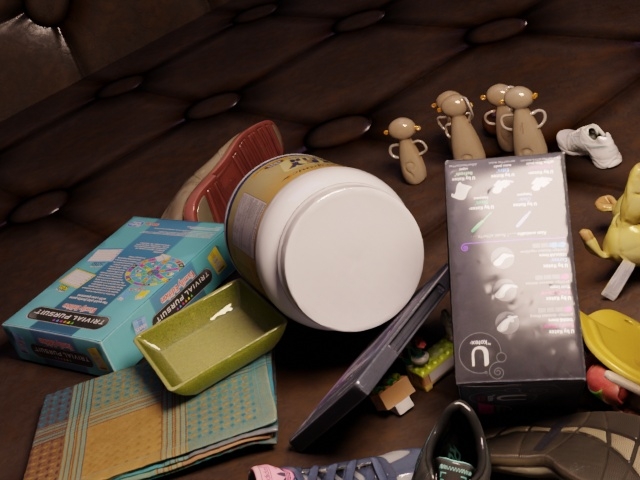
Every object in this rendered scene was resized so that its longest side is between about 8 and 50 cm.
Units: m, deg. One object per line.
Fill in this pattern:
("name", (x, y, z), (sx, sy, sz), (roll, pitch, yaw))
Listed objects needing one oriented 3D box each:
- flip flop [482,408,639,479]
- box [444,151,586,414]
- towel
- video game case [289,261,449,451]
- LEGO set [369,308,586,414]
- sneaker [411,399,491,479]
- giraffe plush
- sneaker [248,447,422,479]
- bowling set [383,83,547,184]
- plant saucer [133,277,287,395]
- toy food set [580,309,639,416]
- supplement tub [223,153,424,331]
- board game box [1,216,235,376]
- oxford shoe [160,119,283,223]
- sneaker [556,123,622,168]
("flip flop", (0.268, 0.242, 1.095), (0.112, 0.080, 0.277), (-35, 15, -32))
("box", (0.223, 0.054, 1.204), (0.143, 0.165, 0.270), (-4, 68, 9))
("towel", (-0.233, 0.246, 1.447), (0.370, 0.040, 0.271), (-19, 27, 5))
("video game case", (0.079, 0.140, 1.322), (0.274, 0.026, 0.196), (-47, -2, -40))
("LEGO set", (0.188, 0.118, 1.325), (0.287, 0.107, 0.132), (-17, 28, 6))
("sneaker", (0.114, 0.281, 1.032), (0.101, 0.106, 0.267), (9, 49, 9))
("giraffe plush", (0.457, -0.031, 1.402), (0.210, 0.181, 0.170), (-46, 4, 27))
("sneaker", (-0.010, 0.288, 1.122), (0.319, 0.131, 0.112), (-25, 28, -9))
("bowling set", (0.268, -0.218, 1.827), (0.287, 0.154, 0.200), (-7, 31, 23))
("plant saucer", (-0.155, 0.145, 1.479), (0.188, 0.045, 0.188), (-29, 28, -15))
("toy food set", (0.344, 0.155, 1.178), (0.128, 0.071, 0.218), (23, 22, -4))
("supplement tub", (0.000, 0.000, 1.477), (0.228, 0.228, 0.316), (-26, 16, -12))
("board game box", (-0.327, 0.086, 1.747), (0.253, 0.079, 0.336), (5, 37, 38))
("oxford shoe", (-0.193, -0.126, 2.002), (0.130, 0.123, 0.348), (-5, 30, 36))
("sneaker", (0.447, -0.170, 1.726), (0.053, 0.061, 0.152), (-29, 28, -13))
